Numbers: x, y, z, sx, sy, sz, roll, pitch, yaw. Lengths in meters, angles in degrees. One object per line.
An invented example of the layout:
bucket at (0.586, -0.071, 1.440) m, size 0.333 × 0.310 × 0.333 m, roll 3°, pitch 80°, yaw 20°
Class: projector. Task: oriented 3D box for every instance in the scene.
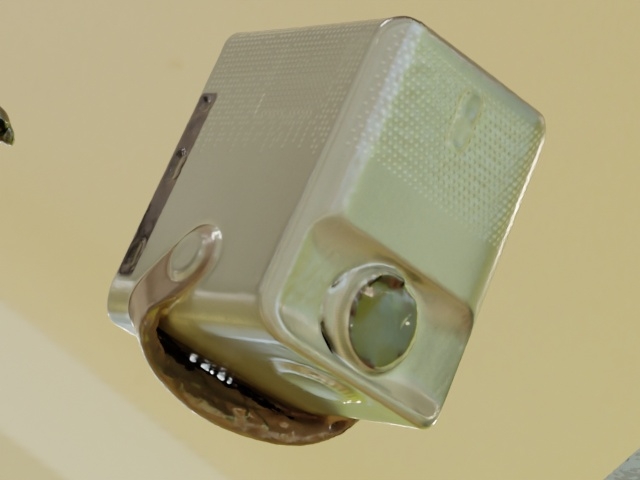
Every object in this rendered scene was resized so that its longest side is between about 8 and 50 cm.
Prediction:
projector at (0.000, 0.000, 1.062) m, size 0.163 × 0.242 × 0.177 m, roll 35°, pitch -19°, yaw -33°

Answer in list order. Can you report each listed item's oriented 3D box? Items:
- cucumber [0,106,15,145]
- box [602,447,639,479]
cucumber at (-0.336, -0.094, 1.148) m, size 0.284 × 0.056 × 0.056 m, roll 7°, pitch -39°, yaw -14°
box at (0.253, 0.202, 1.127) m, size 0.162 × 0.227 × 0.130 m, roll 11°, pitch -67°, yaw 32°
